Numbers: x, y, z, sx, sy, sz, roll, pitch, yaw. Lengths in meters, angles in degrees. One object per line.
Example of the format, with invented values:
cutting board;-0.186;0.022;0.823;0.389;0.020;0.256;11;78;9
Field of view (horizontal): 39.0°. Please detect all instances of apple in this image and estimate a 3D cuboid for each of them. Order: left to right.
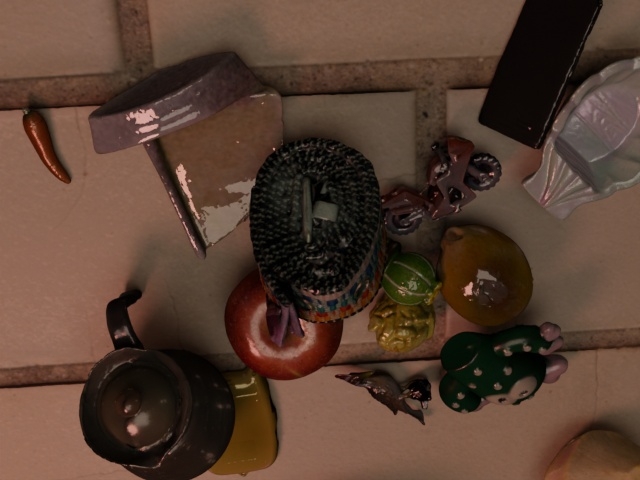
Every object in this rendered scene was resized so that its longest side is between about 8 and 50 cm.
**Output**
apple;-0.060;0.132;1.502;0.201;0.162;0.201;-1;101;-3

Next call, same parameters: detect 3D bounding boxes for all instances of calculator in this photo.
calculator;-0.155;0.335;1.638;0.157;0.033;0.236;-9;114;-3

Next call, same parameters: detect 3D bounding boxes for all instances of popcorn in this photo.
popcorn;0.141;0.137;1.554;0.116;0.120;0.106;-1;154;21

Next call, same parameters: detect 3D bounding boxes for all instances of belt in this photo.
belt;0.000;0.000;1.379;0.207;0.295;0.160;-7;149;2

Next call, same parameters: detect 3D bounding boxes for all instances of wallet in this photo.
wallet;0.334;-0.274;1.401;0.025;0.124;0.244;-6;123;-49

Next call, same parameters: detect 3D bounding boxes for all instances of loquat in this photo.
loquat;0.268;0.054;1.506;0.152;0.152;0.195;-34;117;8

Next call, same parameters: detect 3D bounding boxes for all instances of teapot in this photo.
teapot;-0.258;0.234;1.445;0.223;0.285;0.305;10;77;8

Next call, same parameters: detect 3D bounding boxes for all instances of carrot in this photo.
carrot;-0.432;-0.148;1.420;0.035;0.035;0.142;-18;120;2

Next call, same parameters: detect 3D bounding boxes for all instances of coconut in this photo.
coconut;0.527;0.469;1.662;0.197;0.237;0.237;-28;116;-28

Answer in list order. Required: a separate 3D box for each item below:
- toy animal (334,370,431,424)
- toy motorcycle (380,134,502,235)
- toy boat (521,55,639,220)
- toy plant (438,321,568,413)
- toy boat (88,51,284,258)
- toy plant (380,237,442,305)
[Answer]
toy animal;0.120;0.270;1.621;0.202;0.070;0.105;20;128;-17
toy motorcycle;0.184;-0.095;1.471;0.212;0.084;0.118;-30;120;12
toy boat;0.449;-0.171;1.453;0.199;0.100;0.290;40;102;-18
toy plant;0.314;0.225;1.579;0.233;0.112;0.243;-17;142;8
toy boat;-0.180;-0.157;1.410;0.276;0.111;0.293;-37;123;10
toy plant;0.122;0.051;1.493;0.162;0.093;0.092;27;109;14
